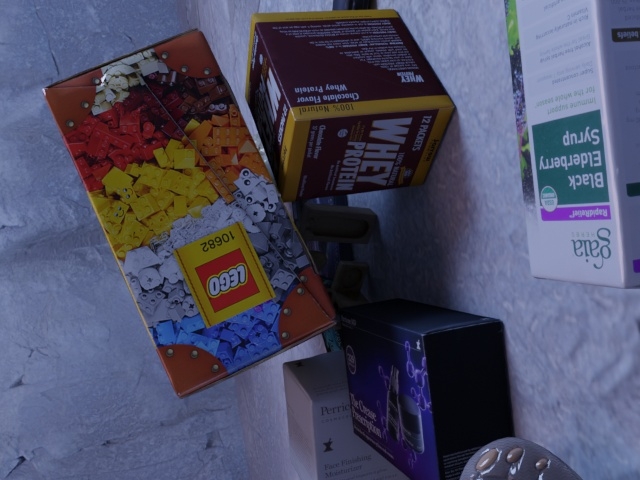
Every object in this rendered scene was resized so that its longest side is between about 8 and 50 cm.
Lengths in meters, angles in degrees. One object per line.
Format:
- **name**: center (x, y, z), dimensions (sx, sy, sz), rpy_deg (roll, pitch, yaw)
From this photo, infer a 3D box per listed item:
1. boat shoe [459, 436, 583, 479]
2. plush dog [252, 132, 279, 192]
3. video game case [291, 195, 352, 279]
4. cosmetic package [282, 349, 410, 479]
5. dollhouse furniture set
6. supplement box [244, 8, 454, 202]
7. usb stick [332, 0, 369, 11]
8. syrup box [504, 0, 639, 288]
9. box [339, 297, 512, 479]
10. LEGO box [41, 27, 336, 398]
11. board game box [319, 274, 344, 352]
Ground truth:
- **boat shoe**: center (0.238, 0.290, 0.486), dimensions (0.324, 0.123, 0.116), rpy_deg (53, -179, 42)
- **plush dog**: center (-0.135, -0.132, 1.320), dimensions (0.225, 0.210, 0.263), rpy_deg (-62, -8, -65)
- **video game case**: center (0.000, 0.000, 1.219), dimensions (0.274, 0.026, 0.196), rpy_deg (-173, 76, -71)
- **cosmetic package**: center (0.038, 0.284, 1.008), dimensions (0.151, 0.151, 0.184), rpy_deg (-148, 51, -67)
- **dollhouse furniture set**: center (0.042, 0.044, 0.953), dimensions (0.123, 0.144, 0.151), rpy_deg (50, 129, 52)
- **supplement box**: center (0.024, -0.169, 0.793), dimensions (0.129, 0.191, 0.194), rpy_deg (104, 151, -50)
- **usb stick**: center (0.031, -0.253, 0.978), dimensions (0.077, 0.045, 0.278), rpy_deg (-117, 26, -45)
- **syrup box**: center (0.198, -0.091, 0.441), dimensions (0.093, 0.096, 0.237), rpy_deg (-176, 80, -72)
- **box**: center (0.119, 0.177, 0.800), dimensions (0.261, 0.103, 0.184), rpy_deg (179, 86, -72)
- **LEGO box**: center (-0.166, -0.001, 0.936), dimensions (0.373, 0.193, 0.500), rpy_deg (65, 171, 6)
- **board game box**: center (0.026, 0.156, 1.149), dimensions (0.126, 0.026, 0.186), rpy_deg (-170, 63, -71)
